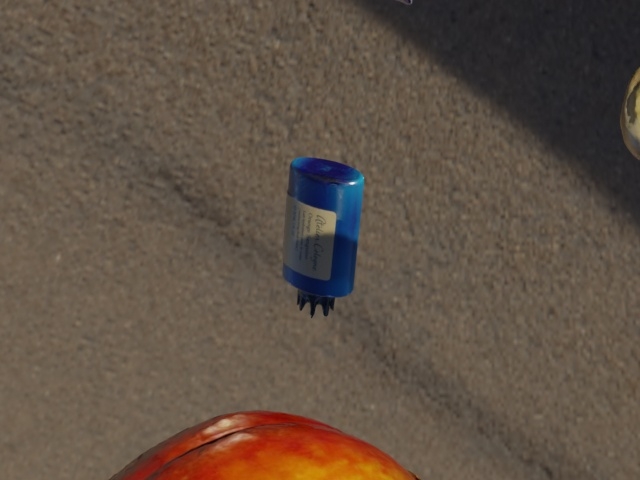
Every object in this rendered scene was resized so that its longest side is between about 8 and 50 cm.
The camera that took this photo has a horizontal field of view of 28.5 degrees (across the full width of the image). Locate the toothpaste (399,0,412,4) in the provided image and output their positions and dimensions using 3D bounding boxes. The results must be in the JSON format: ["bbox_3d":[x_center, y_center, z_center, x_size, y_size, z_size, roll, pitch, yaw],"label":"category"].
[{"bbox_3d":[-0.080,-0.247,0.754,0.080,0.371,0.125,-45,138,2],"label":"toothpaste"}]

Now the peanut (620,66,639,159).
[{"bbox_3d":[0.307,-0.090,0.874,0.137,0.253,0.122,61,144,7],"label":"peanut"}]

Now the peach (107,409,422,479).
[{"bbox_3d":[-0.072,0.304,0.979,0.370,0.370,0.370,4,131,4],"label":"peach"}]

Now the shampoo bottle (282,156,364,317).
[{"bbox_3d":[0.000,0.000,1.404,0.087,0.050,0.183,16,122,18],"label":"shampoo bottle"}]
